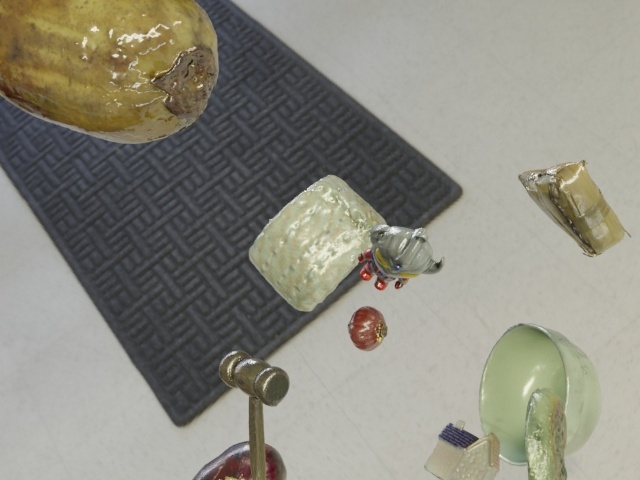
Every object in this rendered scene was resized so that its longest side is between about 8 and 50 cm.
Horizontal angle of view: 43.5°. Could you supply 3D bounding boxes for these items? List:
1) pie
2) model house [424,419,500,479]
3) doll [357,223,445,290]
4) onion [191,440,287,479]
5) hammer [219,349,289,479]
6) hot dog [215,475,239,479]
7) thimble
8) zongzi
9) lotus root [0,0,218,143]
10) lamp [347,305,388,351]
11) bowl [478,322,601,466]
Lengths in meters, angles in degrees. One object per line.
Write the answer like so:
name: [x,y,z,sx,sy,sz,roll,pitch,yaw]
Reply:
pie: [0.315,0.298,1.111,0.041,0.187,0.187,-5,57,24]
model house: [0.230,0.340,1.258,0.100,0.088,0.100,23,79,28]
doll: [0.106,0.023,1.117,0.062,0.195,0.104,-38,86,-25]
onion: [-0.187,0.577,1.812,0.221,0.281,0.281,29,71,13]
hammer: [-0.047,0.229,0.618,0.029,0.292,0.058,-10,15,-38]
hot dog: [-0.111,0.427,1.246,0.169,0.061,0.078,18,49,41]
thimble: [0.000,0.000,1.732,0.195,0.291,0.291,43,77,4]
zongzi: [0.464,-0.062,1.517,0.099,0.197,0.194,-37,100,-9]
lotus root: [-0.203,-0.167,0.662,0.260,0.128,0.145,22,99,19]
lamp: [0.104,0.196,1.779,0.090,0.101,0.101,-1,58,32]
bowl: [0.492,0.345,1.749,0.163,0.307,0.307,16,56,-21]
